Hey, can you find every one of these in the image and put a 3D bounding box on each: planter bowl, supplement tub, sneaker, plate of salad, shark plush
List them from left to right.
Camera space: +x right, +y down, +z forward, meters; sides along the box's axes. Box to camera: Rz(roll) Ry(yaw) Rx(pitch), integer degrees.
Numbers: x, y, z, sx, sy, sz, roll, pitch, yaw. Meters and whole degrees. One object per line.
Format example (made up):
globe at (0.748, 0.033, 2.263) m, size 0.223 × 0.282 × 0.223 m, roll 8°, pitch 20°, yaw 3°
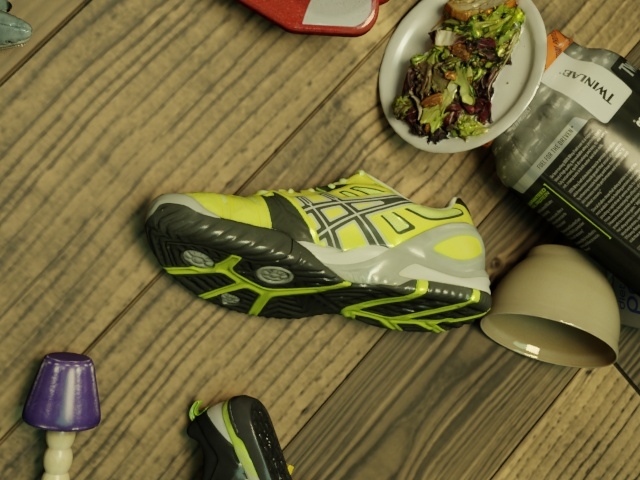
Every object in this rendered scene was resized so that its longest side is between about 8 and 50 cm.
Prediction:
shark plush at (-0.347, -0.217, 0.847) m, size 0.161 × 0.067 × 0.073 m, roll 26°, pitch 85°, yaw -23°
sneaker at (-0.080, 0.280, 0.991) m, size 0.097 × 0.084 × 0.234 m, roll -20°, pitch 80°, yaw 14°
sneaker at (0.000, 0.000, 1.001) m, size 0.385 × 0.145 × 0.147 m, roll 12°, pitch 60°, yaw -21°
plate of salad at (0.145, -0.192, 0.992) m, size 0.048 × 0.200 × 0.199 m, roll 20°, pitch 87°, yaw -55°
planter bowl at (0.282, 0.072, 1.102) m, size 0.162 × 0.162 × 0.109 m, roll 28°, pitch 68°, yaw -23°
supplement tub at (0.336, -0.080, 1.035) m, size 0.316 × 0.193 × 0.193 m, roll 40°, pitch 79°, yaw 5°

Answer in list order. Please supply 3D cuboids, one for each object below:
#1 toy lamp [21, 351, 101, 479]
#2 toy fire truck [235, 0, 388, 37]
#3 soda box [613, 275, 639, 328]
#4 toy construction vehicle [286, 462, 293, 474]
toy lamp at (-0.268, 0.251, 0.925) m, size 0.080 × 0.080 × 0.274 m, roll 6°, pitch 92°, yaw -23°
toy fire truck at (-0.028, -0.362, 0.933) m, size 0.254 × 0.169 × 0.302 m, roll 4°, pitch 94°, yaw 1°
soda box at (0.442, -0.029, 1.181) m, size 0.091 × 0.098 × 0.286 m, roll -4°, pitch 98°, yaw -22°
toy construction vehicle at (-0.046, 0.296, 1.050) m, size 0.098 × 0.035 × 0.086 m, roll 25°, pitch 83°, yaw -16°
